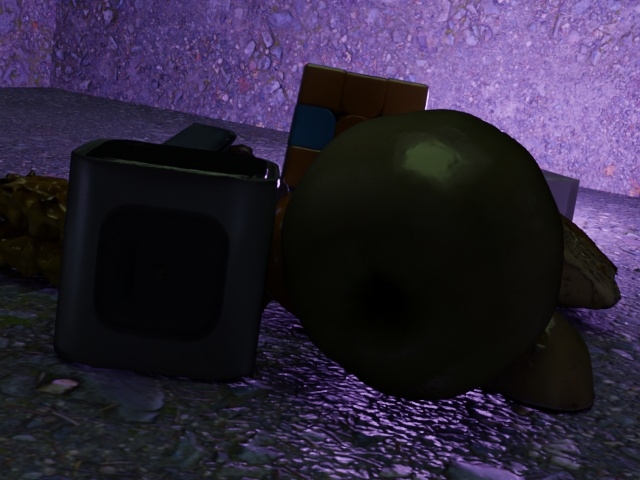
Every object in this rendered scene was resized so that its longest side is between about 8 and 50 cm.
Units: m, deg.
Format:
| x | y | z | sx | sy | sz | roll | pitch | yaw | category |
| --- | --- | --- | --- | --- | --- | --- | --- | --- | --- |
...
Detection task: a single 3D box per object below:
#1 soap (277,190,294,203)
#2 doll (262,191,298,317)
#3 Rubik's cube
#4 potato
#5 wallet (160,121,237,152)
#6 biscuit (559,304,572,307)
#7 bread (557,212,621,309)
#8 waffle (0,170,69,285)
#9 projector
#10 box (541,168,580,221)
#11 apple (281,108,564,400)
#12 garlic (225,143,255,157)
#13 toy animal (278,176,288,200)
| x | y | z | sx | sy | sz | roll | pitch | yaw | category |
| --- | --- | --- | --- | --- | --- | --- | --- | --- | --- |
| -0.105 | -0.070 | 2.115 | 0.233 | 0.076 | 0.135 | 12 | 11 | 18 | soap |
| -0.020 | 0.040 | 1.454 | 0.236 | 0.213 | 0.213 | -32 | 9 | 7 | doll |
| 0.075 | -0.221 | 2.303 | 0.291 | 0.291 | 0.290 | 10 | -3 | 1 | Rubik's cube |
| 0.287 | 0.141 | 1.318 | 0.182 | 0.117 | 0.202 | 13 | 12 | 7 | potato |
| -0.317 | -0.137 | 1.990 | 0.290 | 0.054 | 0.251 | -37 | 26 | -13 | wallet |
| 0.410 | 0.085 | 1.832 | 0.182 | 0.034 | 0.215 | 3 | 14 | -2 | biscuit |
| 0.323 | 0.058 | 1.728 | 0.315 | 0.279 | 0.248 | 44 | 17 | -5 | bread |
| -0.359 | -0.018 | 1.537 | 0.324 | 0.151 | 0.261 | 3 | 10 | -20 | waffle |
| -0.189 | 0.014 | 1.247 | 0.248 | 0.249 | 0.248 | 7 | 11 | -4 | projector |
| 0.411 | -0.061 | 2.124 | 0.116 | 0.203 | 0.274 | 0 | 15 | -29 | box |
| 0.134 | 0.009 | 1.212 | 0.357 | 0.357 | 0.357 | 8 | 12 | -2 | apple |
| -0.186 | -0.094 | 1.989 | 0.160 | 0.191 | 0.214 | 50 | -3 | -15 | garlic |
| -0.117 | -0.010 | 1.562 | 0.160 | 0.197 | 0.272 | -25 | -38 | 13 | toy animal |
